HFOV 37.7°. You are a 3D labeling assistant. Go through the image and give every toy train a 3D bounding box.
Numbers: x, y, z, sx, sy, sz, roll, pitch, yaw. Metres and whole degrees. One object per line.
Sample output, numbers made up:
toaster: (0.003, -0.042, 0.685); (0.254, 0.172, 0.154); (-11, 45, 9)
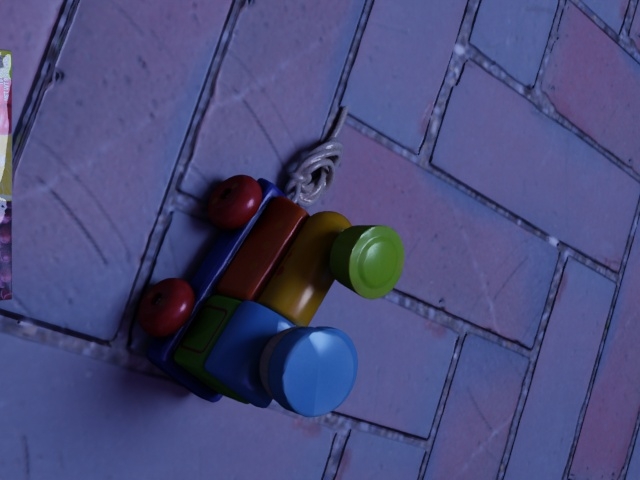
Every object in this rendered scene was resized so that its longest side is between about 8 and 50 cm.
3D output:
toy train: (0.000, 0.000, 0.630); (0.105, 0.143, 0.248); (45, 67, -35)

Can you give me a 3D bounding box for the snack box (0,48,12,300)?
snack box: (-0.221, -0.035, 0.507); (0.100, 0.037, 0.141); (-4, 98, -39)
